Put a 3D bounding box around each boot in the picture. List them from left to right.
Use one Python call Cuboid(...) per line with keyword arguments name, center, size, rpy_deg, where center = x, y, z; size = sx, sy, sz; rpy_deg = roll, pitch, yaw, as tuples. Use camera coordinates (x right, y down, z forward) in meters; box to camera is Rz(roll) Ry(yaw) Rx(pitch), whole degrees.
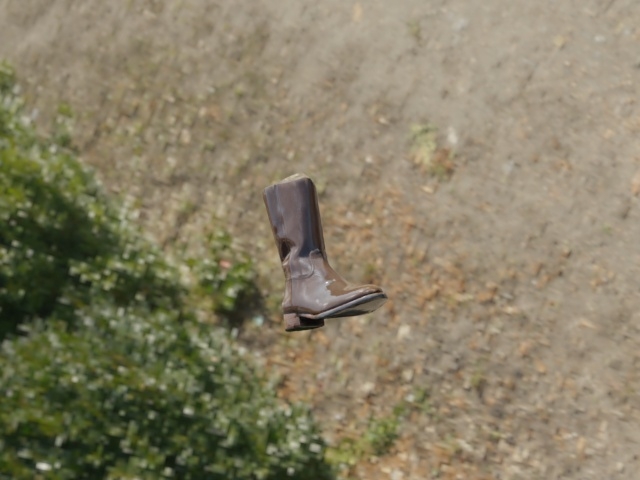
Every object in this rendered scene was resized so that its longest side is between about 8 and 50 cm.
Cuboid(name="boot", center=(0.000, 0.000, 0.922), size=(0.106, 0.037, 0.114), rpy_deg=(-18, 75, 46))
